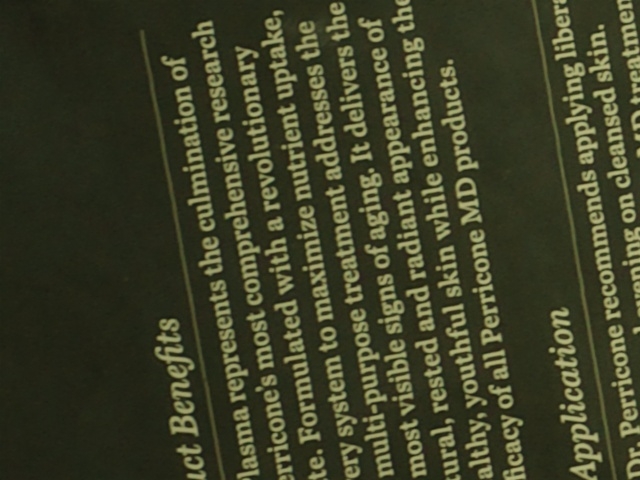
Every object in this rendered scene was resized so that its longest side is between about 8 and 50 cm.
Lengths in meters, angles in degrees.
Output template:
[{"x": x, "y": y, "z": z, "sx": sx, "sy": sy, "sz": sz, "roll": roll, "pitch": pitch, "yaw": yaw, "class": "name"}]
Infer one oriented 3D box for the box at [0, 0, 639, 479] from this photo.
[{"x": 0.000, "y": 0.000, "z": 0.566, "sx": 0.472, "sy": 0.297, "sz": 0.480, "roll": -9, "pitch": 1, "yaw": -3, "class": "box"}]
